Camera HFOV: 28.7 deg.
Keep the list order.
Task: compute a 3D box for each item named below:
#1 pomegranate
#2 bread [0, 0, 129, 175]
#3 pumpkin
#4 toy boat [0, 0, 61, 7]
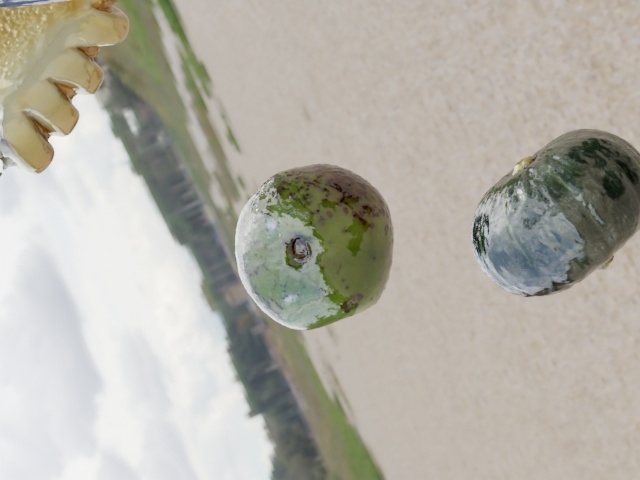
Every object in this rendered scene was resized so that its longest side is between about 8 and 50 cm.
[{"bbox_3d":[0.000,0.000,1.626,0.214,0.214,0.248,65,-166,-6],"label":"pomegranate"},{"bbox_3d":[-0.211,-0.125,0.894,0.119,0.177,0.084,32,174,22],"label":"bread"},{"bbox_3d":[0.265,-0.028,1.365,0.152,0.211,0.211,59,176,0],"label":"pumpkin"},{"bbox_3d":[-0.157,-0.191,0.670,0.078,0.282,0.127,-126,25,-78],"label":"toy boat"}]
